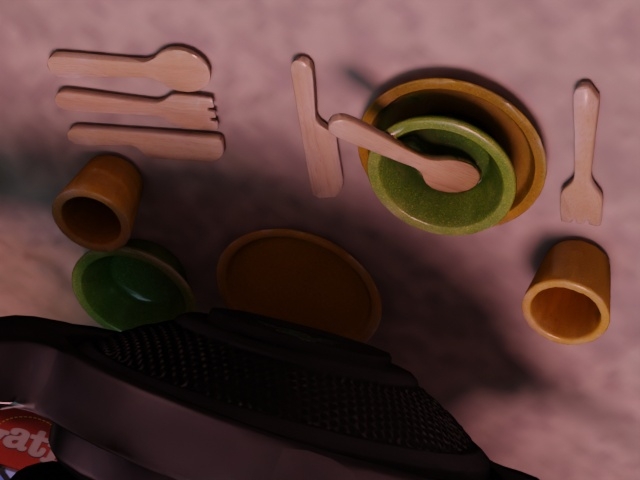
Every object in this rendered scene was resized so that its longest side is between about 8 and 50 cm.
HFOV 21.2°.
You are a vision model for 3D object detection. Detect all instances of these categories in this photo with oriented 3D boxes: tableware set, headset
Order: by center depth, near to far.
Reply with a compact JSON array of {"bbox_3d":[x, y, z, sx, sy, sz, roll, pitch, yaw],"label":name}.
[{"bbox_3d":[0.004,0.129,0.409,0.394,0.185,0.243,-13,96,-9],"label":"headset"},{"bbox_3d":[0.000,0.000,0.448,0.154,0.024,0.104,6,133,16],"label":"tableware set"}]

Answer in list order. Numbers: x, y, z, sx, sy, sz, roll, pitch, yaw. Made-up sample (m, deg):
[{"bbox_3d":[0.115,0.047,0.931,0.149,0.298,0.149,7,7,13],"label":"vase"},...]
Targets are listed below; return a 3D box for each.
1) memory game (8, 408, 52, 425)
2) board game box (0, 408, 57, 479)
[{"bbox_3d":[-0.033,0.111,0.573,0.186,0.012,0.186,11,135,11],"label":"memory game"},{"bbox_3d":[-0.090,0.162,0.615,0.145,0.027,0.281,14,135,7],"label":"board game box"}]
